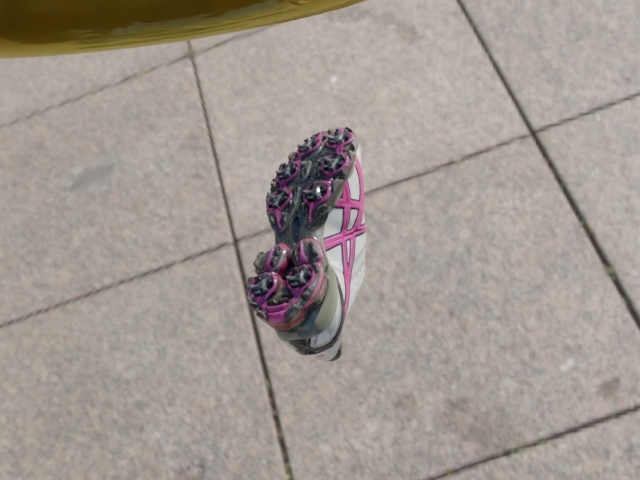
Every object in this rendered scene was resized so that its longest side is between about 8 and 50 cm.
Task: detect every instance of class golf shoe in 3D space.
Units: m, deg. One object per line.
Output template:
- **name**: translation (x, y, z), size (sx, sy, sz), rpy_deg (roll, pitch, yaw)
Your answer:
- **golf shoe**: translation (0.000, 0.000, 0.733), size (0.067, 0.086, 0.186), rpy_deg (-8, 50, 31)

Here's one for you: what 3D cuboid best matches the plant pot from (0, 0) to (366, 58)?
- **plant pot**: translation (-0.088, -0.208, 0.386), size (0.253, 0.239, 0.254), rpy_deg (-9, 4, 1)
